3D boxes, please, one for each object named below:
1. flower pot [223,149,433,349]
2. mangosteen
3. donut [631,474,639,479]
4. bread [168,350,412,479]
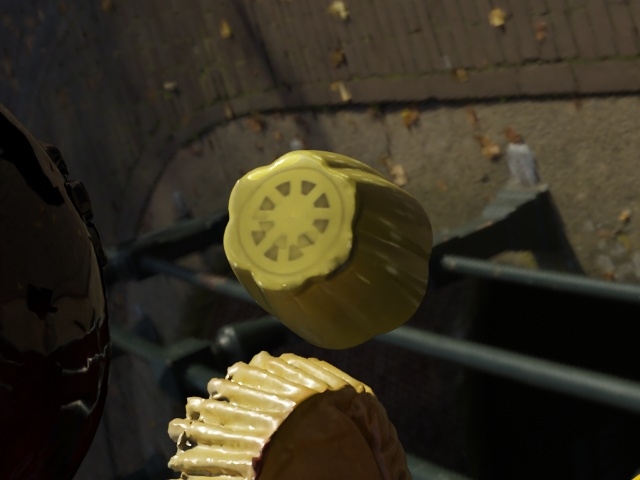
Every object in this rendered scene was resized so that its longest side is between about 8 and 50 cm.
[{"bbox_3d":[0.000,0.000,1.205,0.195,0.195,0.179,56,-173,19],"label":"flower pot"},{"bbox_3d":[-0.158,0.031,0.357,0.200,0.200,0.199,36,138,42],"label":"mangosteen"},{"bbox_3d":[0.114,0.143,0.389,0.152,0.259,0.101,55,166,29],"label":"donut"},{"bbox_3d":[-0.013,0.235,1.069,0.149,0.274,0.274,-2,108,51],"label":"bread"}]
